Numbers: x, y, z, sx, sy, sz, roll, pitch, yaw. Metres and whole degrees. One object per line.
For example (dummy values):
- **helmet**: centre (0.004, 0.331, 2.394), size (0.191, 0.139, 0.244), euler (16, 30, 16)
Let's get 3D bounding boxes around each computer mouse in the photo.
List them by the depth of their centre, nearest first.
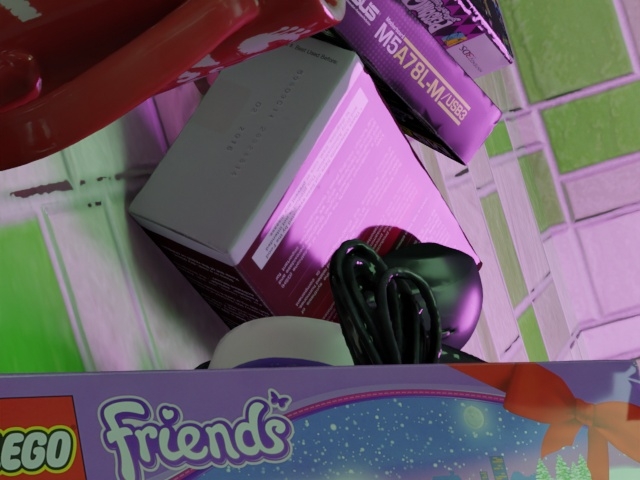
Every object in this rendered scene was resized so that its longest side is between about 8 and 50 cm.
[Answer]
- **computer mouse**: centre (0.090, 0.125, 0.900), size (0.272, 0.072, 0.188), euler (48, 29, -54)
- **computer mouse**: centre (0.015, 0.059, 1.043), size (0.242, 0.041, 0.071), euler (-25, 132, -45)

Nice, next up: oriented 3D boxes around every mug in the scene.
- **mug**: centre (-0.080, -0.089, 0.786), size (0.113, 0.169, 0.150), euler (50, 26, -61)

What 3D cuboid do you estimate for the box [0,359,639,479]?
- **box**: centre (0.008, 0.146, 0.699), size (0.293, 0.057, 0.201), euler (1, 66, -29)

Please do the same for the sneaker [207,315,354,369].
- **sneaker**: centre (0.014, 0.212, 0.937), size (0.322, 0.130, 0.236), euler (63, 24, -48)

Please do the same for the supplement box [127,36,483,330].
- **supplement box**: centre (0.000, 0.000, 1.089), size (0.130, 0.073, 0.239), euler (-58, 147, -15)

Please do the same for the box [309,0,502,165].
- **box**: centre (-0.012, -0.130, 1.096), size (0.191, 0.045, 0.184), euler (31, -3, 38)

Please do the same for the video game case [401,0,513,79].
- **video game case**: centre (0.039, -0.237, 1.189), size (0.210, 0.042, 0.232), euler (35, 37, -59)

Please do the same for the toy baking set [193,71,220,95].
- **toy baking set**: centre (-0.059, -0.112, 1.225), size (0.256, 0.030, 0.197), euler (62, 22, -18)
